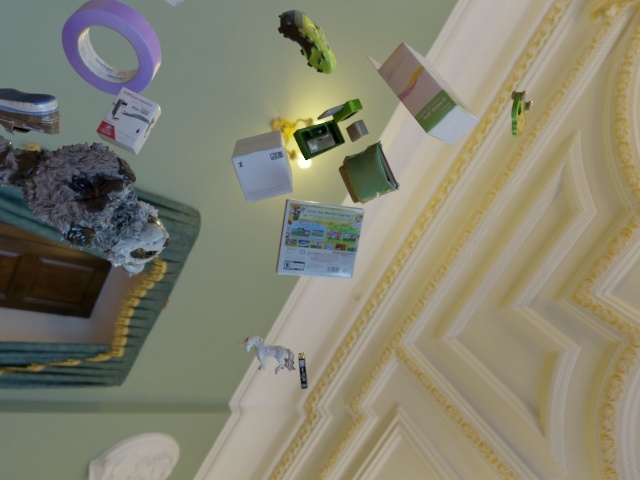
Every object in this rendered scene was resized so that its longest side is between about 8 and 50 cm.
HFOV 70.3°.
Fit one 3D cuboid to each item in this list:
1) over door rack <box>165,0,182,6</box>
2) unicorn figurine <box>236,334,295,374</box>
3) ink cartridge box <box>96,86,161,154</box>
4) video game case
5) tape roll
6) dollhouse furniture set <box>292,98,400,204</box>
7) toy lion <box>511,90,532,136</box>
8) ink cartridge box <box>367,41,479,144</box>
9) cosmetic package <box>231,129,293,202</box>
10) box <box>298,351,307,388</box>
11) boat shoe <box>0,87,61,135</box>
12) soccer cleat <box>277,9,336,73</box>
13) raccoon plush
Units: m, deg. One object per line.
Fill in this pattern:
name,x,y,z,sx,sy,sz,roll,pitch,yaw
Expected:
over door rack,-0.336,-0.522,0.687,0.108,0.239,0.324,-30,-118,33
unicorn figurine,-0.148,0.310,1.249,0.060,0.162,0.111,-99,-168,-61
ink cartridge box,-0.479,-0.300,1.141,0.056,0.099,0.135,144,-30,-75
video game case,0.000,0.000,1.261,0.026,0.227,0.206,-143,-120,-68
tape roll,-0.652,-0.601,1.431,0.275,0.275,0.090,-37,-147,36
dollhouse furniture set,0.077,-0.244,1.389,0.197,0.151,0.301,-19,-83,59
toy lion,0.491,-0.308,1.123,0.034,0.100,0.096,15,-91,36
ink cartridge box,0.317,-0.478,1.419,0.119,0.207,0.353,-44,-115,28
cosmetic package,-0.174,-0.231,1.404,0.151,0.151,0.184,-13,-151,3
box,-0.048,0.359,1.257,0.067,0.018,0.083,-148,-128,-87
boat shoe,-0.510,-0.210,0.755,0.183,0.066,0.066,15,-55,23
soccer cleat,-0.020,-0.617,1.391,0.289,0.121,0.093,54,-29,26
raccoon plush,-0.560,-0.102,1.087,0.446,0.299,0.216,36,-109,12
